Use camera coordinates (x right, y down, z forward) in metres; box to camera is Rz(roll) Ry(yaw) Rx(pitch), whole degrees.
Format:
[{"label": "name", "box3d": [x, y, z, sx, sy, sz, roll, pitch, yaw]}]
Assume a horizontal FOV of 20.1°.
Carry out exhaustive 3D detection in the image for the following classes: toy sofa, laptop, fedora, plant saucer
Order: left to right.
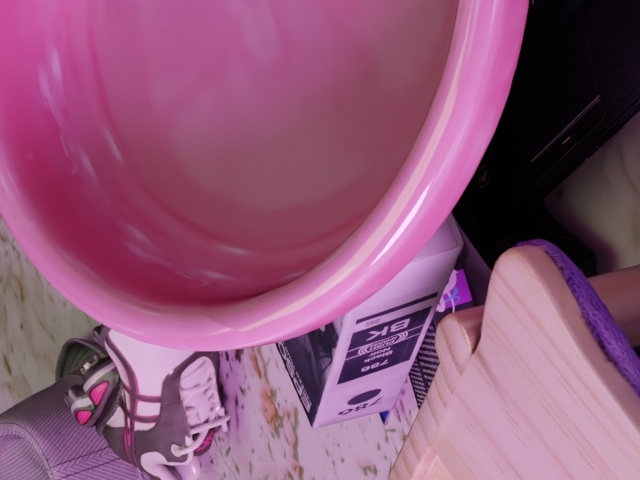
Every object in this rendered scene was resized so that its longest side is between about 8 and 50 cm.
[{"label": "fedora", "box3d": [-0.221, 0.213, 1.561, 0.275, 0.124, 0.243, -28, 79, 61]}, {"label": "plant saucer", "box3d": [-0.034, -0.116, 0.822, 0.332, 0.084, 0.332, -1, 89, 41]}, {"label": "laptop", "box3d": [0.053, -0.163, 0.851, 0.234, 0.137, 0.264, 131, 135, -58]}, {"label": "toy sofa", "box3d": [0.195, 0.156, 0.750, 0.362, 0.150, 0.177, 53, 141, 34]}]

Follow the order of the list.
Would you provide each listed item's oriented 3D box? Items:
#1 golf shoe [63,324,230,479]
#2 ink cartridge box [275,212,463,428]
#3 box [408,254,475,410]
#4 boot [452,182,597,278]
[{"label": "golf shoe", "box3d": [-0.105, 0.094, 1.344, 0.120, 0.105, 0.273, 49, 152, 11]}, {"label": "ink cartridge box", "box3d": [0.000, 0.000, 1.016, 0.332, 0.065, 0.165, 98, 150, -68]}, {"label": "box", "box3d": [0.077, 0.088, 1.021, 0.116, 0.029, 0.162, 177, 78, -81]}, {"label": "boot", "box3d": [0.106, 0.028, 0.964, 0.121, 0.045, 0.099, 47, 148, 44]}]
